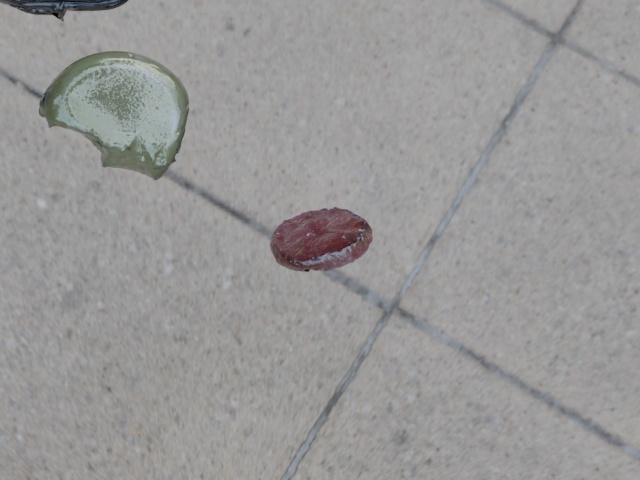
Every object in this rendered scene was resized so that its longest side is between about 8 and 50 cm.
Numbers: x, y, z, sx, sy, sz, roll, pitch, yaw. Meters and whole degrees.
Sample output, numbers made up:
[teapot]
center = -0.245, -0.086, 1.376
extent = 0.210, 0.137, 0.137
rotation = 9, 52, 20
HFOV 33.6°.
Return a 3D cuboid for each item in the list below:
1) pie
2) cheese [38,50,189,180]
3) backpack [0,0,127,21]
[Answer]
[pie]
center = 0.000, 0.000, 1.557
extent = 0.155, 0.036, 0.154
rotation = -9, 32, 6
[cheese]
center = -0.292, -0.184, 1.503
extent = 0.203, 0.091, 0.175
rotation = 13, 77, -13
[backpack]
center = -0.408, -0.456, 1.707
extent = 0.258, 0.133, 0.206
rotation = 4, 102, 0
